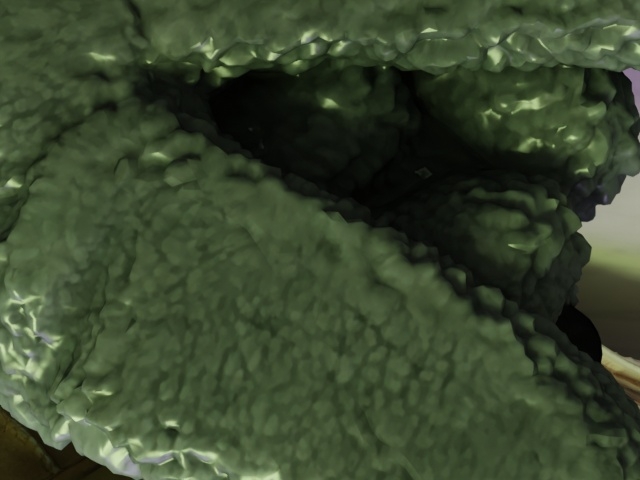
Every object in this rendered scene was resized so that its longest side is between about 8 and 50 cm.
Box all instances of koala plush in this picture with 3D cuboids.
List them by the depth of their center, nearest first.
[{"bbox_3d":[0.000,0.000,0.479,0.203,0.196,0.221,15,166,10],"label":"koala plush"}]

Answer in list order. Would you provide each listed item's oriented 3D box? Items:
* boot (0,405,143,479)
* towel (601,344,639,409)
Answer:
[{"bbox_3d":[-0.153,0.016,0.612,0.269,0.089,0.236,34,-156,16],"label":"boot"},{"bbox_3d":[0.105,0.115,0.889,0.317,0.053,0.332,30,157,-11],"label":"towel"}]
